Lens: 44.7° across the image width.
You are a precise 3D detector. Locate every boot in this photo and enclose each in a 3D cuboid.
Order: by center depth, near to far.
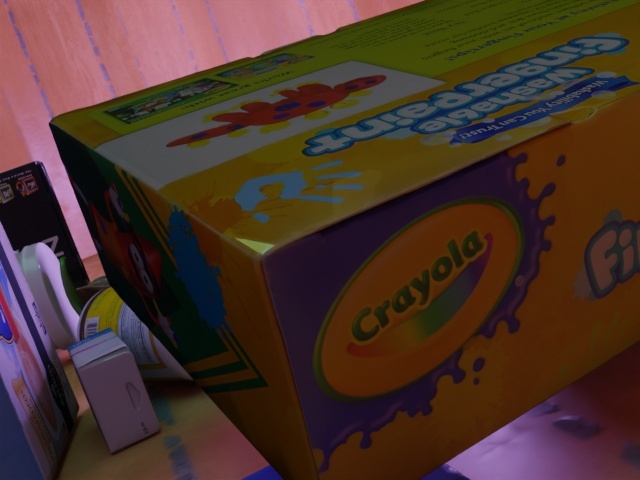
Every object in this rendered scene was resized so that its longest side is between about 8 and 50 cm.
[{"bbox_3d":[-0.407,0.108,1.414,0.213,0.077,0.165,-19,8,-31],"label":"boot"}]

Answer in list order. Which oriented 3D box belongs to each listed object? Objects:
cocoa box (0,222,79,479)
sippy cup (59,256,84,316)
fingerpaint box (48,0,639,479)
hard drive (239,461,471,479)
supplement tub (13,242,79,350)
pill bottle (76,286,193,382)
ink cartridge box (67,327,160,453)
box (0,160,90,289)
[{"bbox_3d":[-0.400,0.082,0.709,0.231,0.347,0.228,-20,10,-9],"label":"cocoa box"},{"bbox_3d":[-0.226,0.004,1.190,0.240,0.224,0.305,-11,12,40],"label":"sippy cup"},{"bbox_3d":[0.082,-0.056,0.568,0.444,0.163,0.371,-24,27,-24],"label":"fingerpaint box"},{"bbox_3d":[-0.070,0.190,0.361,0.318,0.040,0.210,-23,10,-17],"label":"hard drive"},{"bbox_3d":[-0.524,0.127,1.182,0.272,0.191,0.191,-21,9,-6],"label":"supplement tub"},{"bbox_3d":[-0.165,0.096,0.856,0.214,0.117,0.117,-11,13,42],"label":"pill bottle"},{"bbox_3d":[-0.203,0.142,0.758,0.052,0.089,0.122,-23,10,-21],"label":"ink cartridge box"},{"bbox_3d":[-0.683,0.055,1.535,0.394,0.319,0.097,-21,9,-14],"label":"box"}]
